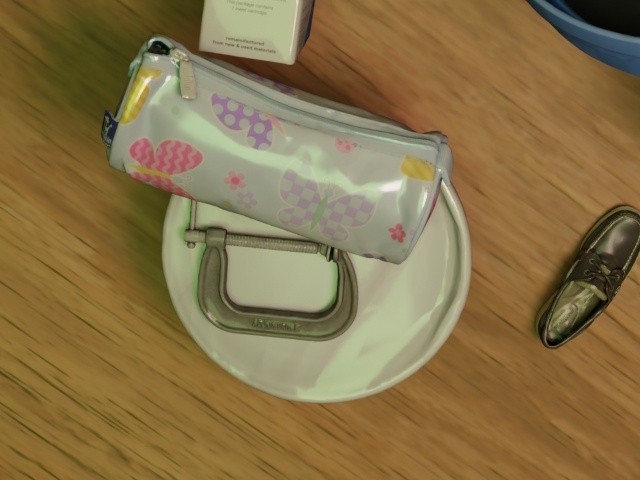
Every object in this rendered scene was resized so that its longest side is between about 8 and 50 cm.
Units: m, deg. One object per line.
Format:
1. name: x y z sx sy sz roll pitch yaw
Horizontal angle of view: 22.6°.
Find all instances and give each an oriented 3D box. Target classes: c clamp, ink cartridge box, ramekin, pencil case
1. c clamp: -0.043 0.021 1.368 0.160 0.022 0.137 11 106 1
2. ink cartridge box: -0.041 -0.264 1.351 0.086 0.148 0.203 9 106 3
3. ramekin: 0.000 0.000 1.438 0.273 0.127 0.273 1 106 4
4. pencil case: -0.033 -0.075 1.292 0.273 0.113 0.124 20 123 -2

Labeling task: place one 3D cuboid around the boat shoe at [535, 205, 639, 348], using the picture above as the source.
1. boat shoe: 0.252 0.039 1.472 0.056 0.049 0.152 28 106 -4

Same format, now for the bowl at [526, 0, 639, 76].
1. bowl: 0.314 -0.280 1.188 0.391 0.391 0.077 -23 143 10
